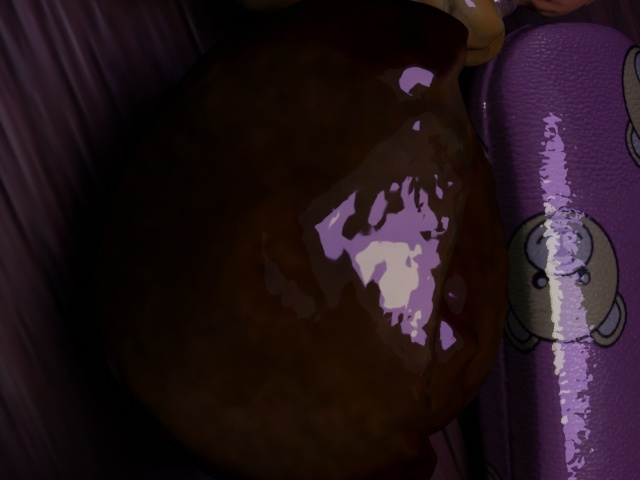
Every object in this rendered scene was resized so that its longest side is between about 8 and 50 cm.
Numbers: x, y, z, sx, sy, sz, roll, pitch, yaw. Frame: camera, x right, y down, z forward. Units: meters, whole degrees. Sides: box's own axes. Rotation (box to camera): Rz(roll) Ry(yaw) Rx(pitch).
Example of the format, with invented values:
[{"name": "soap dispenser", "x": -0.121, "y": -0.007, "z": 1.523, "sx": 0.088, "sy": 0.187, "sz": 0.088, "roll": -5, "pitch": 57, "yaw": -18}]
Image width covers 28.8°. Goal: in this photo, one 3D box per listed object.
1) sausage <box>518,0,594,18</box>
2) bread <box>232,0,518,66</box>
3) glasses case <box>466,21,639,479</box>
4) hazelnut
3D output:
[{"name": "sausage", "x": 0.189, "y": -0.217, "z": 0.683, "sx": 0.289, "sy": 0.086, "sz": 0.086, "roll": -40, "pitch": 112, "yaw": -29}, {"name": "bread", "x": -0.004, "y": -0.155, "z": 0.542, "sx": 0.225, "sy": 0.081, "sz": 0.134, "roll": 12, "pitch": 77, "yaw": -34}, {"name": "glasses case", "x": 0.137, "y": 0.045, "z": 0.647, "sx": 0.123, "sy": 0.076, "sz": 0.316, "roll": -6, "pitch": 93, "yaw": -36}, {"name": "hazelnut", "x": 0.003, "y": 0.001, "z": 0.486, "sx": 0.160, "sy": 0.170, "sz": 0.202, "roll": 31, "pitch": 86, "yaw": -34}]
